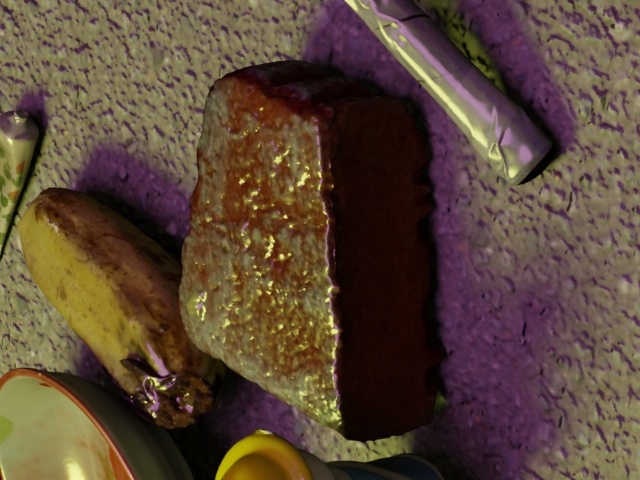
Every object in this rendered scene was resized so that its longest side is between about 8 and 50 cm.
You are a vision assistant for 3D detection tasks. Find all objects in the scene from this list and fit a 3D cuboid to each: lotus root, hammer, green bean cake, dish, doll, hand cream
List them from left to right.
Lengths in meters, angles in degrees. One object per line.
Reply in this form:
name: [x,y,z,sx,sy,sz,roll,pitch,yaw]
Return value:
hand cream: [-0.274,-0.050,1.598,0.057,0.037,0.165,47,134,22]
dish: [-0.163,0.207,1.507,0.260,0.085,0.260,34,137,40]
lotus root: [-0.151,0.046,1.468,0.258,0.097,0.110,48,130,30]
green bean cake: [0.000,0.000,1.316,0.198,0.097,0.233,24,117,37]
hammer: [0.003,-0.204,1.231,0.427,0.044,0.152,45,124,5]
doll: [0.007,0.184,1.275,0.135,0.241,0.099,44,110,38]
